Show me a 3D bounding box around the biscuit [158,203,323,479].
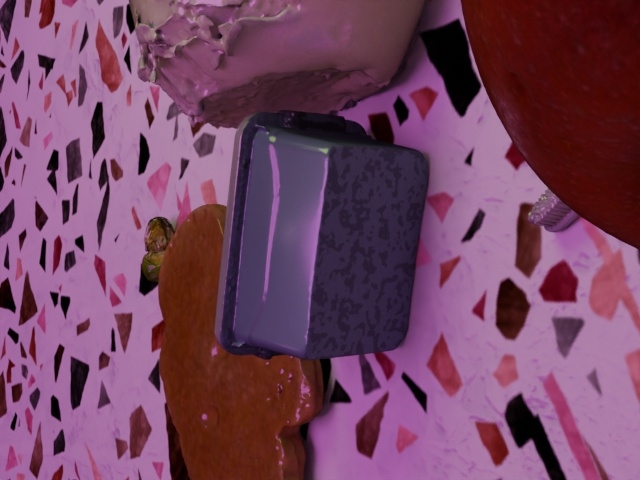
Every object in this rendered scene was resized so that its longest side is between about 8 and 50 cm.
[{"bbox_3d":[-0.088,0.130,1.175,0.269,0.051,0.376,-49,51,40],"label":"biscuit"}]

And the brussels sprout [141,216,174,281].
[{"bbox_3d":[-0.204,0.014,1.367,0.051,0.046,0.083,-33,52,55],"label":"brussels sprout"}]

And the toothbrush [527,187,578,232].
[{"bbox_3d":[0.239,-0.105,0.727,0.307,0.029,0.025,-53,39,40],"label":"toothbrush"}]

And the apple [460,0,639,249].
[{"bbox_3d":[0.227,-0.143,0.479,0.348,0.348,0.277,-13,51,55],"label":"apple"}]

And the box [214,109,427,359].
[{"bbox_3d":[0.000,0.000,0.967,0.130,0.162,0.227,13,99,45],"label":"box"}]

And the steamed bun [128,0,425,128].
[{"bbox_3d":[-0.069,-0.271,1.014,0.334,0.233,0.312,-30,64,50],"label":"steamed bun"}]
